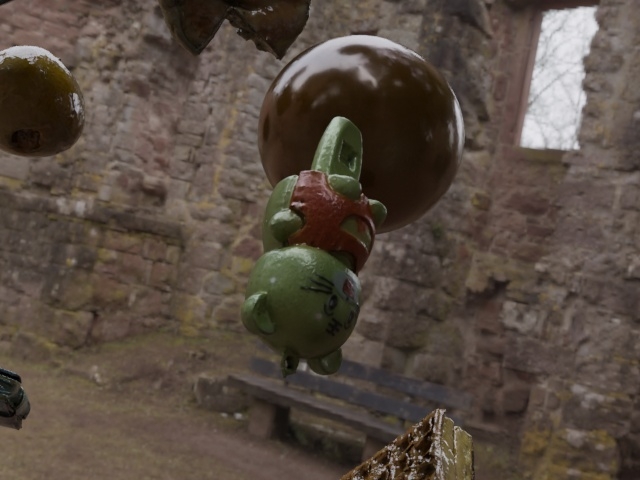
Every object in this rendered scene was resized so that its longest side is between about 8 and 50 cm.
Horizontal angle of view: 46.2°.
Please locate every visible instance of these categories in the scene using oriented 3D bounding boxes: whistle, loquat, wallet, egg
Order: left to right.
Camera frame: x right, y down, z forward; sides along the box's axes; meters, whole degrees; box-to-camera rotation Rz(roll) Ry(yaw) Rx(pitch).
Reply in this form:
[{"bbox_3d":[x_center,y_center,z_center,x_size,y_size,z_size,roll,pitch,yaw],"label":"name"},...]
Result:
[{"bbox_3d":[-0.687,0.311,1.519,0.176,0.075,0.250,19,-30,-6],"label":"wallet"},{"bbox_3d":[-0.545,-0.258,1.394,0.213,0.213,0.213,11,-4,1],"label":"loquat"},{"bbox_3d":[0.000,0.000,0.744,0.106,0.288,0.131,-9,-36,41],"label":"whistle"},{"bbox_3d":[0.063,-0.146,1.080,0.283,0.282,0.351,9,2,28],"label":"egg"}]

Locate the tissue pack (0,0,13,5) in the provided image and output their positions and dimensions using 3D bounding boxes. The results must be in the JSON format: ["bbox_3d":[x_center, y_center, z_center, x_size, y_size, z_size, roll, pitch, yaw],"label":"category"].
[{"bbox_3d":[-0.502,-0.470,1.103,0.236,0.229,0.333,1,37,21],"label":"tissue pack"}]

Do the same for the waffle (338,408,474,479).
[{"bbox_3d":[0.100,0.411,1.127,0.091,0.308,0.213,41,25,-12],"label":"waffle"}]

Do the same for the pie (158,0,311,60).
[{"bbox_3d":[-0.165,-0.516,1.492,0.338,0.337,0.075,13,10,-26],"label":"pie"}]
